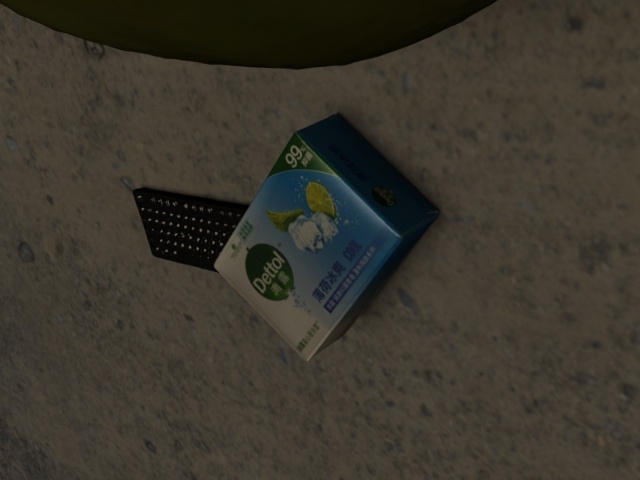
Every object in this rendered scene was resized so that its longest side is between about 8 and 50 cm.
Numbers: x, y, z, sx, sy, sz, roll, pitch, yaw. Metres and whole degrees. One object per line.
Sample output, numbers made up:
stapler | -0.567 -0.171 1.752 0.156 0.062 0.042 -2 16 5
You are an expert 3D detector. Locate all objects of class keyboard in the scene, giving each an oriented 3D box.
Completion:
keyboard | -0.102 -0.003 1.100 0.310 0.018 0.100 11 123 41

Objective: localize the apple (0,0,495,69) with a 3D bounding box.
apple | -0.032 -0.304 0.524 0.474 0.474 0.473 25 131 33

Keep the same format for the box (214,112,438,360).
box | 0.001 0.000 0.933 0.139 0.073 0.194 45 130 13
